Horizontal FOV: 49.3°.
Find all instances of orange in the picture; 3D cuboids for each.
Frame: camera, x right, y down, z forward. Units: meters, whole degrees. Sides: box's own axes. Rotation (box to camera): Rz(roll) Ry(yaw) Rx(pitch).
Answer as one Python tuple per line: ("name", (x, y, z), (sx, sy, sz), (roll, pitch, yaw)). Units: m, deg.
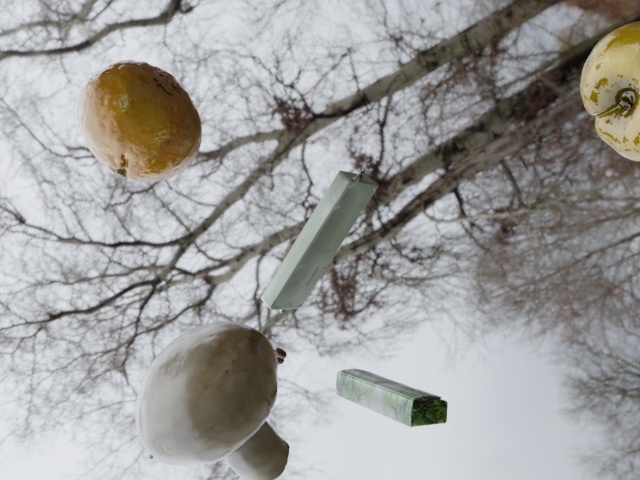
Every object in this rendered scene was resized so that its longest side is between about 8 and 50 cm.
("orange", (-0.312, -0.202, 1.203), (0.219, 0.219, 0.193), (53, -127, -19))

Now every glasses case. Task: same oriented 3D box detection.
("glasses case", (0.143, 0.325, 1.470), (0.095, 0.272, 0.062), (2, -89, -32))

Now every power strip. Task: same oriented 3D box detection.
("power strip", (0.000, 0.000, 1.452), (0.043, 0.367, 0.106), (45, -157, 30))

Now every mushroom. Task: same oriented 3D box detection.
("mushroom", (-0.171, 0.304, 1.272), (0.290, 0.293, 0.292), (50, -148, -28))

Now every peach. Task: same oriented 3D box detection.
("peach", (0.409, -0.186, 0.886), (0.179, 0.103, 0.179), (158, 90, -77))

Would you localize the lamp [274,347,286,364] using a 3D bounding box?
("lamp", (-0.114, 0.286, 1.651), (0.063, 0.083, 0.031), (37, -159, -33))
